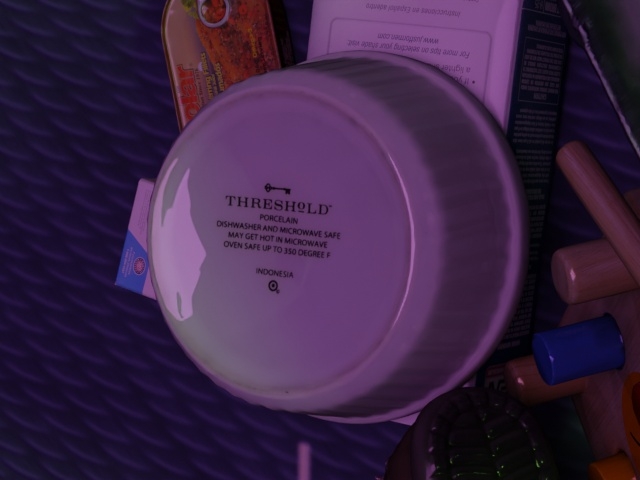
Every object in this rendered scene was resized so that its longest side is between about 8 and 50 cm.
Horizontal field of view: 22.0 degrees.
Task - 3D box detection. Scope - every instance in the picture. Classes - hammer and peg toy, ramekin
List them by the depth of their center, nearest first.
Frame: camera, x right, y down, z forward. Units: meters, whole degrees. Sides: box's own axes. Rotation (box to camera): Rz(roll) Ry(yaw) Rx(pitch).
[{"bbox_3d":[0.229,0.097,1.024,0.127,0.361,0.266,-13,65,-10],"label":"hammer and peg toy"},{"bbox_3d":[0.000,0.000,1.150,0.273,0.127,0.272,1,93,29],"label":"ramekin"}]

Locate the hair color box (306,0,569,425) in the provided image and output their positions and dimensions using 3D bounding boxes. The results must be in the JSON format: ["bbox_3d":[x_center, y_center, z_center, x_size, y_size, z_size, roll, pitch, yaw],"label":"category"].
[{"bbox_3d":[0.076,-0.041,1.239,0.174,0.105,0.347,10,96,29],"label":"hair color box"}]

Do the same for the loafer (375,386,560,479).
[{"bbox_3d":[0.118,0.287,1.105,0.130,0.134,0.365,143,125,-63],"label":"loafer"}]

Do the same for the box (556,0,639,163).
[{"bbox_3d":[0.436,-0.140,0.845,0.480,0.472,0.297,-29,80,25],"label":"box"}]

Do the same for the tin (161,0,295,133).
[{"bbox_3d":[-0.072,-0.134,1.353,0.106,0.040,0.189,-12,86,23],"label":"tin"}]

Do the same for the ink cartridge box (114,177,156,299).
[{"bbox_3d":[-0.076,0.012,1.328,0.143,0.090,0.092,20,101,24],"label":"ink cartridge box"}]
